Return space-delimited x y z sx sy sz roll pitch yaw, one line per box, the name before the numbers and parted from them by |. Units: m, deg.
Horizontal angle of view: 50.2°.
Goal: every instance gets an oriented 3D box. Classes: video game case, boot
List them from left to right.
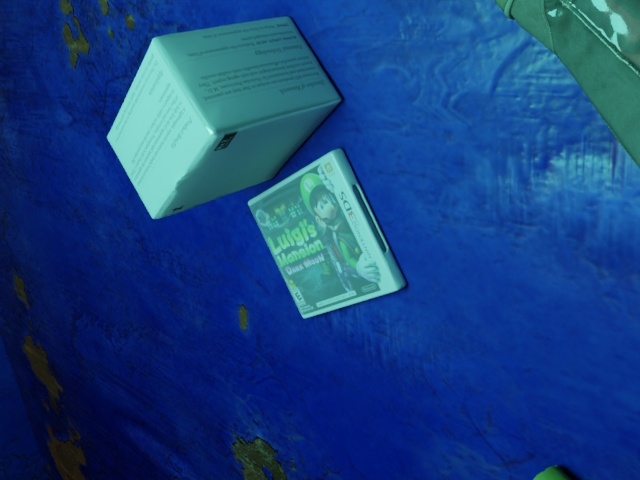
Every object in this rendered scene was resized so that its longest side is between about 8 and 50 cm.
video game case | 0.000 0.000 0.833 0.190 0.022 0.173 -24 92 51
boot | 0.230 -0.150 0.459 0.208 0.076 0.189 57 155 18

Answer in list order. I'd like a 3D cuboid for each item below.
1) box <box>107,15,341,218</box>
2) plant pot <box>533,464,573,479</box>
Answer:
box | -0.109 -0.134 0.754 0.119 0.182 0.181 59 140 8
plant pot | 0.243 0.272 0.683 0.079 0.083 0.083 54 141 31
